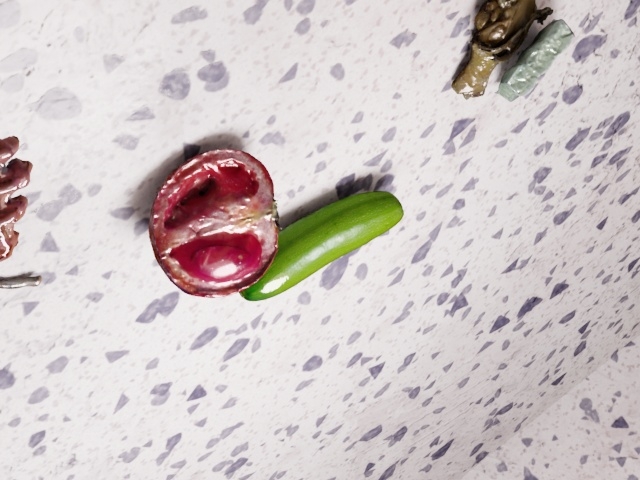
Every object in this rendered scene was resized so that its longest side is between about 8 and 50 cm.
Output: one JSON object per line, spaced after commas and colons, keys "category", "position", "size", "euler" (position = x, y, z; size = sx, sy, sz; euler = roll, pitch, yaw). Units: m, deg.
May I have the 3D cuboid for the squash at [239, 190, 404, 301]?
{"category": "squash", "position": [-0.002, -0.002, 1.679], "size": [0.292, 0.082, 0.082], "euler": [-30, 147, -22]}

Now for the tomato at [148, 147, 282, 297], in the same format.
{"category": "tomato", "position": [-0.145, -0.024, 1.486], "size": [0.173, 0.099, 0.189], "euler": [-8, 98, -22]}

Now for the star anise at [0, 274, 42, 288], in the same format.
{"category": "star anise", "position": [-0.408, -0.005, 1.287], "size": [0.148, 0.218, 0.227], "euler": [-69, -165, -9]}

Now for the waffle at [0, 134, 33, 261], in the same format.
{"category": "waffle", "position": [-0.401, -0.036, 1.132], "size": [0.221, 0.055, 0.234], "euler": [33, 93, -29]}

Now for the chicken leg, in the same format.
{"category": "chicken leg", "position": [0.249, -0.278, 1.618], "size": [0.125, 0.080, 0.196], "euler": [-19, 145, -59]}

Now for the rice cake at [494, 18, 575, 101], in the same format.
{"category": "rice cake", "position": [0.306, -0.257, 1.641], "size": [0.127, 0.043, 0.237], "euler": [-49, 180, 5]}
